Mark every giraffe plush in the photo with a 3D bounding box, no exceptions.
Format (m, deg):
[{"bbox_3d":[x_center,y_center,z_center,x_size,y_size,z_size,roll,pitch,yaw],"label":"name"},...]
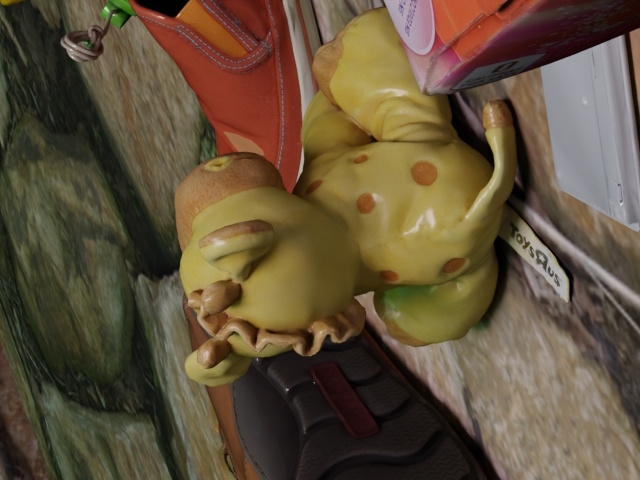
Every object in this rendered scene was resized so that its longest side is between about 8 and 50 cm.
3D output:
[{"bbox_3d":[0.000,0.000,1.021,0.210,0.170,0.181,41,146,55],"label":"giraffe plush"}]

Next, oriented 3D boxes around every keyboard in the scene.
[{"bbox_3d":[0.105,-0.127,0.851,0.072,0.014,0.256,-135,30,-61],"label":"keyboard"}]

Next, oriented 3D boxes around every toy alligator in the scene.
[{"bbox_3d":[-0.106,-0.167,1.225,0.056,0.189,0.051,33,123,-1],"label":"toy alligator"}]

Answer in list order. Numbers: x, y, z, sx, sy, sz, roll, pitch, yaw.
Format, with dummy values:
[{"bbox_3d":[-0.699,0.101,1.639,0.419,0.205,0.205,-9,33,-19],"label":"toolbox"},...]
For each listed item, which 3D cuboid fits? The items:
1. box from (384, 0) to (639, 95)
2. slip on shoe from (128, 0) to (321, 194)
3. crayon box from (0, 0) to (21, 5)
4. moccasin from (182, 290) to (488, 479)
[{"bbox_3d":[0.123,-0.137,0.395,0.128,0.257,0.122,68,163,4],"label":"box"},{"bbox_3d":[-0.065,-0.141,1.168,0.123,0.101,0.331,45,151,47],"label":"slip on shoe"},{"bbox_3d":[-0.212,-0.367,1.329,0.363,0.106,0.313,70,162,-1],"label":"crayon box"},{"bbox_3d":[0.010,0.160,1.215,0.380,0.139,0.147,49,153,47],"label":"moccasin"}]
